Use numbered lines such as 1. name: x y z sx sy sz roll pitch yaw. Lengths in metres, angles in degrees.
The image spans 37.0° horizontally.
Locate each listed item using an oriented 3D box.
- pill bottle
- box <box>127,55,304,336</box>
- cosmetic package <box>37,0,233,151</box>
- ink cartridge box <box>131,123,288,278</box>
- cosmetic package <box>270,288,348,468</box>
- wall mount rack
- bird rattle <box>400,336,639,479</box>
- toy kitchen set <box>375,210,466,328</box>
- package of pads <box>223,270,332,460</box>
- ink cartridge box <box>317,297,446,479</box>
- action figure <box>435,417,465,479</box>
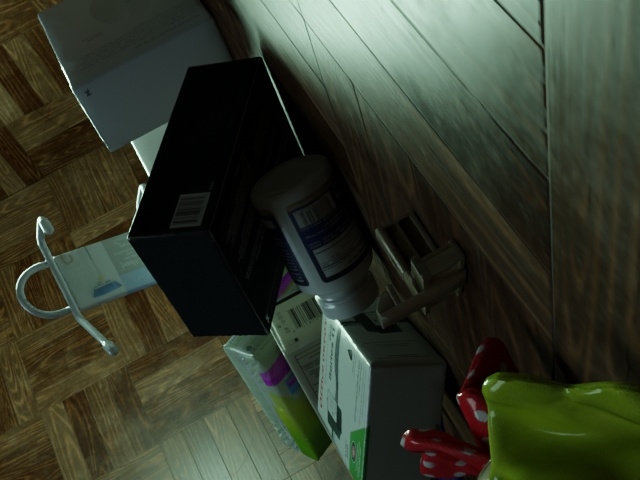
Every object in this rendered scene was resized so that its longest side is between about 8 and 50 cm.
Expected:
1. pill bottle: 0.000 0.000 1.036 0.169 0.094 0.094 63 175 -25
2. box: -0.105 -0.049 1.082 0.184 0.103 0.261 63 -151 -45
3. cosmetic package: -0.274 -0.289 1.445 0.224 0.224 0.138 57 174 43
4. ink cartridge box: -0.166 -0.051 1.816 0.285 0.166 0.395 48 -173 -50
5. cosmetic package: 0.041 0.209 1.530 0.129 0.153 0.296 56 172 53
6. wall mount rack: -0.342 0.063 1.687 0.304 0.350 0.130 57 149 20
7. bird rattle: 0.129 0.161 0.498 0.207 0.143 0.253 43 175 10
8. toy kitchen set: 0.055 0.014 0.685 0.075 0.068 0.083 59 175 21
9. package of pads: -0.019 0.205 1.677 0.101 0.229 0.296 15 143 39
10. ink cartridge box: 0.062 0.167 1.082 0.208 0.087 0.153 -132 43 -70
11. action figure: 0.151 0.302 1.189 0.280 0.091 0.139 61 -170 0
